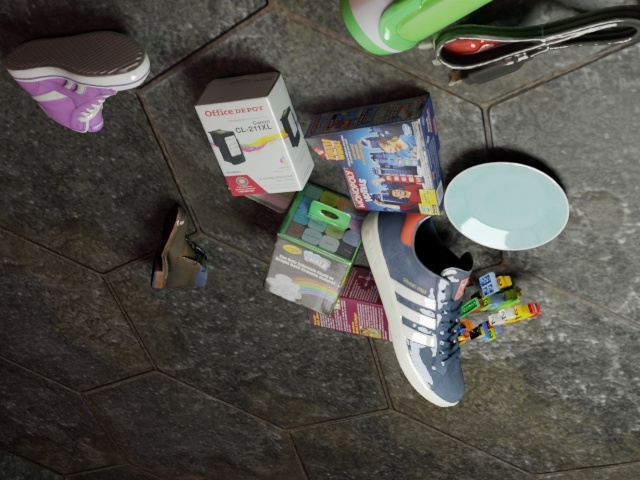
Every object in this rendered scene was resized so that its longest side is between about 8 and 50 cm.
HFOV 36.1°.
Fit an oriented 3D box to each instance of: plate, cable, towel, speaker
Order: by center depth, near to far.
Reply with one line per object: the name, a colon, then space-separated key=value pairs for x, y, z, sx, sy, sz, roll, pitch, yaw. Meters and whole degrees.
speaker: x=0.161 y=-0.329 z=1.167 sx=0.296 sy=0.131 sz=0.131 roll=-23 pitch=123 yaw=43
cable: x=0.258 y=-0.264 z=1.238 sx=0.287 sy=0.072 sz=0.139 roll=-17 pitch=151 yaw=31
plate: x=0.283 y=-0.056 z=1.494 sx=0.188 sy=0.024 sz=0.188 roll=11 pitch=139 yaw=10
towel: x=-0.085 y=-0.116 z=1.633 sx=0.113 sy=0.023 sz=0.152 roll=25 pitch=140 yaw=-4

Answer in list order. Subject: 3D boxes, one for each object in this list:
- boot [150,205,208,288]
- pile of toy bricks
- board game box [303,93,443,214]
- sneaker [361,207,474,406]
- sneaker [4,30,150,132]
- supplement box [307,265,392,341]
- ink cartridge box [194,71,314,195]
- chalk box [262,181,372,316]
boot: x=-0.249 y=0.016 z=1.846 sx=0.106 sy=0.082 sz=0.219 roll=9 pitch=140 yaw=-16
pile of toy bricks: x=0.286 y=0.105 z=1.635 sx=0.105 sy=0.118 sz=0.212 roll=-7 pitch=163 yaw=-25
board game box: x=0.082 y=-0.132 z=1.492 sx=0.194 sy=0.060 sz=0.194 roll=6 pitch=138 yaw=23
sneaker: x=0.189 y=0.101 z=1.577 sx=0.148 sy=0.131 sz=0.350 roll=-16 pitch=102 yaw=31
sneaker: x=-0.357 y=-0.244 z=1.570 sx=0.282 sy=0.102 sz=0.161 roll=9 pitch=144 yaw=35
supplement box: x=0.074 y=0.109 z=1.757 sx=0.188 sy=0.081 sz=0.104 roll=11 pitch=140 yaw=16
ink cartridge box: x=-0.101 y=-0.162 z=1.520 sx=0.127 sy=0.072 sz=0.175 roll=-4 pitch=129 yaw=23
chalk box: x=0.000 y=0.000 z=1.632 sx=0.132 sy=0.132 sz=0.213 roll=24 pitch=141 yaw=3
